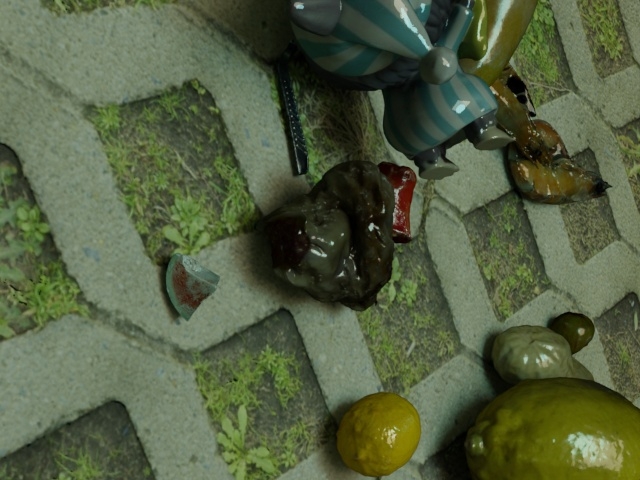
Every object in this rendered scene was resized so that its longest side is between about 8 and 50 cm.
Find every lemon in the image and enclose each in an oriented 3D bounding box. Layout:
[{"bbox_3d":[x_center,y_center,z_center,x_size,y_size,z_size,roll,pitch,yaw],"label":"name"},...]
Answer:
[{"bbox_3d":[0.386,0.354,1.822,0.316,0.285,0.285,-22,102,-20],"label":"lemon"},{"bbox_3d":[0.085,0.273,1.601,0.155,0.114,0.114,-26,103,-56],"label":"lemon"}]

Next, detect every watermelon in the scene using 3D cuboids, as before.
[{"bbox_3d":[-0.154,0.050,1.398,0.085,0.061,0.085,-2,93,-55],"label":"watermelon"}]

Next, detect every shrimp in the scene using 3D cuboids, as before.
[{"bbox_3d":[0.454,-0.145,2.148,0.317,0.062,0.164,6,78,-44],"label":"shrimp"},{"bbox_3d":[0.331,-0.255,2.012,0.287,0.063,0.152,48,43,-21],"label":"shrimp"}]

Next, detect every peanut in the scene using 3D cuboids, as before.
[{"bbox_3d":[0.397,0.225,1.967,0.257,0.124,0.123,32,60,-39],"label":"peanut"}]

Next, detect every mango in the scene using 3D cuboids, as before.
[{"bbox_3d":[0.252,-0.404,1.836,0.199,0.221,0.383,17,73,-31],"label":"mango"}]

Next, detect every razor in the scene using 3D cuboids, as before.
[{"bbox_3d":[-0.039,-0.187,1.606,0.066,0.033,0.190,-70,154,-87],"label":"razor"}]

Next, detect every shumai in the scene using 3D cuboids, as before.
[{"bbox_3d":[0.000,-0.004,1.557,0.185,0.218,0.183,0,67,-8],"label":"shumai"}]

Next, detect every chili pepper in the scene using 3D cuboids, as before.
[{"bbox_3d":[0.110,-0.060,1.726,0.070,0.073,0.123,95,3,-74],"label":"chili pepper"}]

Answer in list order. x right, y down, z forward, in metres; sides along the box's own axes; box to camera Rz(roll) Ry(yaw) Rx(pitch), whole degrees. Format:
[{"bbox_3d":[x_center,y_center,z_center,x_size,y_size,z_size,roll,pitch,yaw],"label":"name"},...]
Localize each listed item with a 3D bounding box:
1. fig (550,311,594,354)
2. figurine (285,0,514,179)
[{"bbox_3d":[0.466,0.182,2.100,0.084,0.082,0.098,18,84,-84],"label":"fig"},{"bbox_3d":[0.058,-0.264,1.533,0.378,0.266,0.361,-10,74,-52],"label":"figurine"}]
